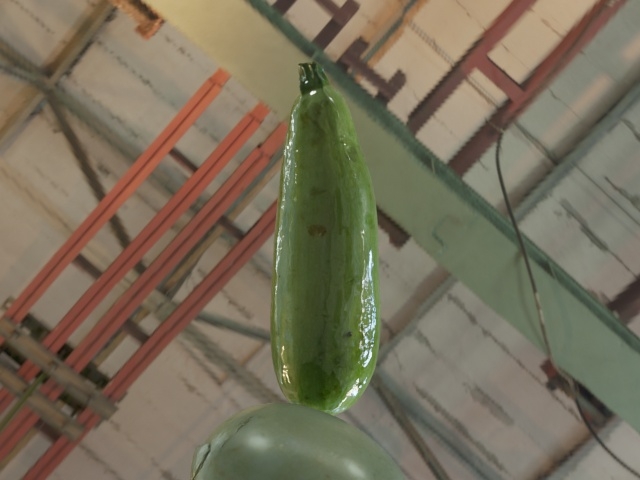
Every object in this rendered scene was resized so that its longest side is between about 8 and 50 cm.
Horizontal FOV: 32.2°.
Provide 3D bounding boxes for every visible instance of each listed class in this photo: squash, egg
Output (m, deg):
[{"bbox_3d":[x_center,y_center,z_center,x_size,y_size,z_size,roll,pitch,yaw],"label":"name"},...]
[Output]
[{"bbox_3d":[0.007,0.001,1.167,0.118,0.118,0.370,1,-89,4],"label":"squash"},{"bbox_3d":[-0.008,0.261,1.046,0.253,0.186,0.186,35,-74,3],"label":"egg"}]
